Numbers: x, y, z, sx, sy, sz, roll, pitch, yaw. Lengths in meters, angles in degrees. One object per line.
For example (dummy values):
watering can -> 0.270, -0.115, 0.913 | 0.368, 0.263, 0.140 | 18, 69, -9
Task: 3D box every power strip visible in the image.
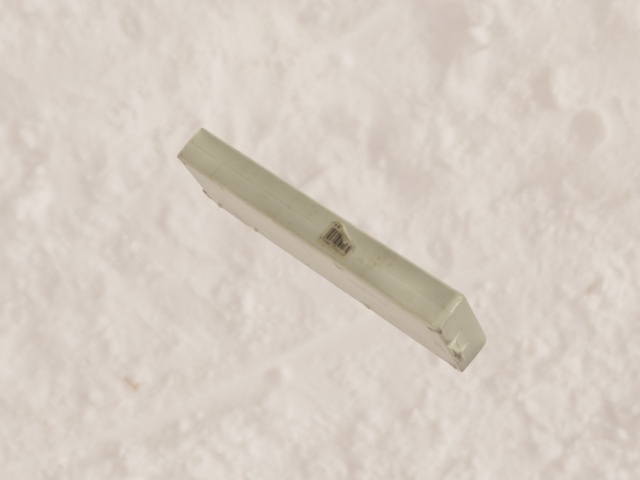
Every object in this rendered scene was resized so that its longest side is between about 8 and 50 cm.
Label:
power strip -> 0.000, 0.000, 1.107 | 0.367, 0.043, 0.106 | 34, 168, 31
